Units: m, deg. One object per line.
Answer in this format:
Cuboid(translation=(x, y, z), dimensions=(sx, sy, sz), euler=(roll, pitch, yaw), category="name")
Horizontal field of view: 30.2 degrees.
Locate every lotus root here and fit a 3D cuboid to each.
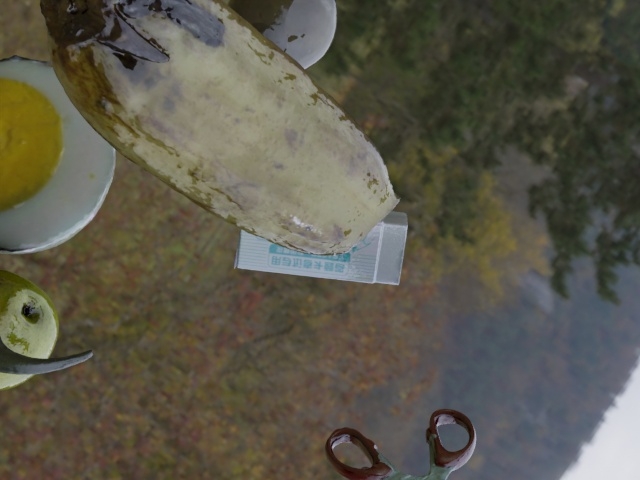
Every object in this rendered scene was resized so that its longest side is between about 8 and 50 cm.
Cuboid(translation=(-0.060, -0.075, 0.717), dimensions=(0.110, 0.258, 0.097), euler=(-55, -154, -6), category="lotus root")

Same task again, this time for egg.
Cuboid(translation=(-0.478, -0.110, 1.913), dimensions=(0.337, 0.337, 0.201), euler=(-53, 171, -19), category="egg")

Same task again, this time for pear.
Cuboid(translation=(-0.475, 0.132, 1.710), dimensions=(0.198, 0.198, 0.198), euler=(-54, 173, -10), category="pear")

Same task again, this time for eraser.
Cuboid(translation=(0.000, 0.000, 1.601), dimensions=(0.052, 0.225, 0.095), euler=(-87, -176, -65), category="eraser")

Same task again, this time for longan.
Cuboid(translation=(-0.060, -0.327, 1.766), dimensions=(0.189, 0.189, 0.189), euler=(-54, 173, -10), category="longan")

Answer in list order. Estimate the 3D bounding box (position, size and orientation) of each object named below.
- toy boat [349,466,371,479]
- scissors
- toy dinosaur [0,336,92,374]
Cuboid(translation=(0.031, 0.404, 1.556), dimensions=(0.318, 0.072, 0.219), euler=(157, -51, -75), category="toy boat")
Cuboid(translation=(0.097, 0.232, 1.036), dimensions=(0.247, 0.144, 0.017), euler=(-117, -160, -60), category="scissors")
Cuboid(translation=(-0.374, 0.091, 1.358), dimensions=(0.179, 0.187, 0.087), euler=(-27, 138, -1), category="toy dinosaur")
